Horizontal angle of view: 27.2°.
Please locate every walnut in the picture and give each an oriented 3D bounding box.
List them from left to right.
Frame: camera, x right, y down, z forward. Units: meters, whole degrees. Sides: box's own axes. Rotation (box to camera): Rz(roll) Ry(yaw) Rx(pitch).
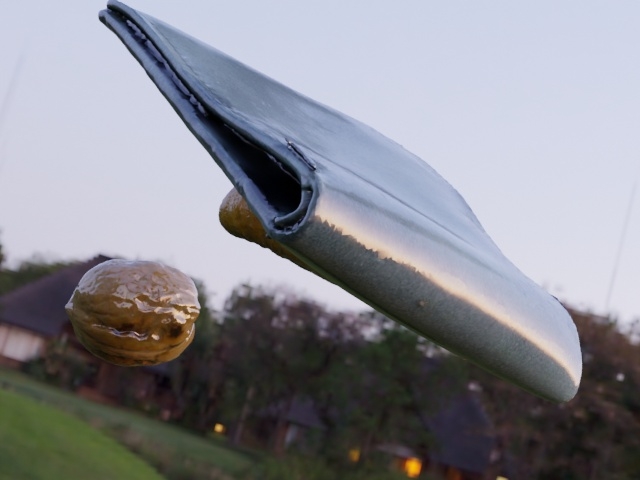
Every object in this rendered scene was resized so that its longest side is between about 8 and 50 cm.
[{"bbox_3d":[-0.262,0.099,1.841,0.184,0.155,0.155,3,-6,-22],"label":"walnut"}]

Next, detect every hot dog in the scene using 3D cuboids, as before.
[{"bbox_3d":[0.001,0.003,1.482,0.286,0.088,0.061,19,-15,30],"label":"hot dog"}]

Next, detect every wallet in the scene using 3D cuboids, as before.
[{"bbox_3d":[0.012,-0.037,0.784,0.251,0.054,0.290,29,16,-42],"label":"wallet"}]
